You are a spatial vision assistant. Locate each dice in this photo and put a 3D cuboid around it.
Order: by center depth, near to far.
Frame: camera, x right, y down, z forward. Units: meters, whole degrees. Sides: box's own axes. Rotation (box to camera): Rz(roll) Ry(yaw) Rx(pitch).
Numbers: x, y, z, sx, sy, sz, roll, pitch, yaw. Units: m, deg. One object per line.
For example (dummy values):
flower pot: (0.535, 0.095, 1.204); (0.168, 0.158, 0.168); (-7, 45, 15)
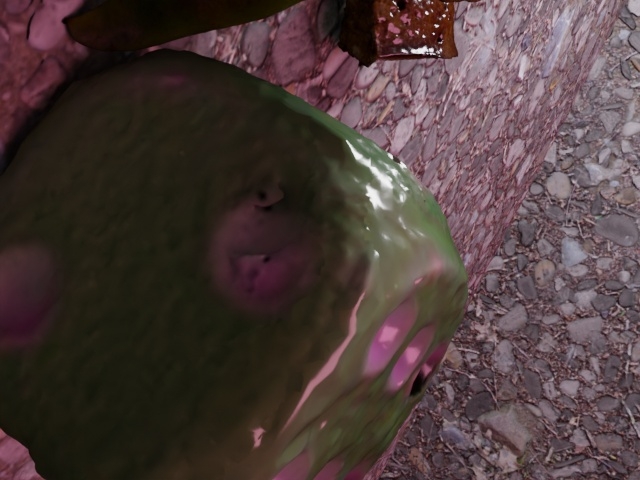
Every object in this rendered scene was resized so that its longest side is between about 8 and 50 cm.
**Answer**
dice: (-0.078, 0.056, 0.660); (0.318, 0.330, 0.322); (-58, 155, -7)

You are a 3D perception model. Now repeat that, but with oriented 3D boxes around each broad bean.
broad bean: (-0.032, -0.199, 0.538); (0.061, 0.339, 0.077); (-80, 155, -45)

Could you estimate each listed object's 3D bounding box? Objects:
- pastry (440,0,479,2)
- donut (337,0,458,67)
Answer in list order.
pastry: (0.157, -0.403, 0.625); (0.337, 0.292, 0.405); (10, 108, -53)
donut: (0.106, -0.267, 0.899); (0.186, 0.144, 0.126); (-12, 112, -27)
